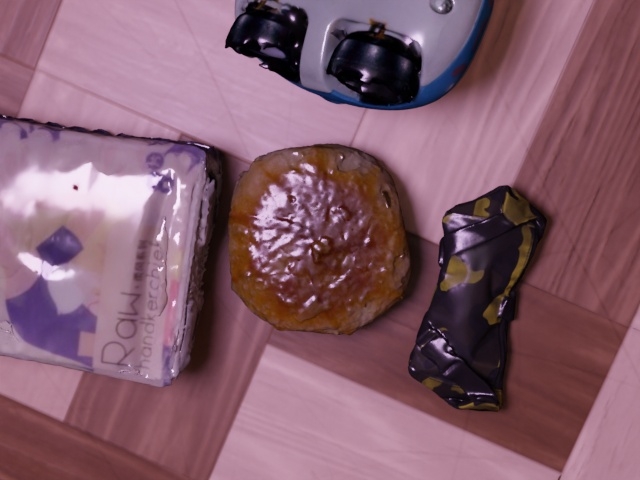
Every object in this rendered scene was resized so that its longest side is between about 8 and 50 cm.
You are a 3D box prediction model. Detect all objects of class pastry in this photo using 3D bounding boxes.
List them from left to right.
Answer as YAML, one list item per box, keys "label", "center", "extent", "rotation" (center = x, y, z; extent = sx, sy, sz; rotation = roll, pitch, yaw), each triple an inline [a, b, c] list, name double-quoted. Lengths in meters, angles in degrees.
- label: "pastry"
  center: [0.000, 0.000, 1.277]
  extent: [0.182, 0.093, 0.193]
  rotation: [0, 95, 3]

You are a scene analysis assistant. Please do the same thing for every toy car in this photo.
- label: "toy car"
  center: [0.048, -0.212, 1.199]
  extent: [0.255, 0.190, 0.189]
  rotation: [17, 83, 33]

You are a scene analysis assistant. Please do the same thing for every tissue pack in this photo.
- label: "tissue pack"
  center: [-0.280, -0.004, 1.286]
  extent: [0.343, 0.125, 0.242]
  rotation: [10, 96, 2]

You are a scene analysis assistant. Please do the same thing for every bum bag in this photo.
- label: "bum bag"
  center: [0.156, 0.057, 1.284]
  extent: [0.106, 0.060, 0.233]
  rotation: [10, 99, -5]
